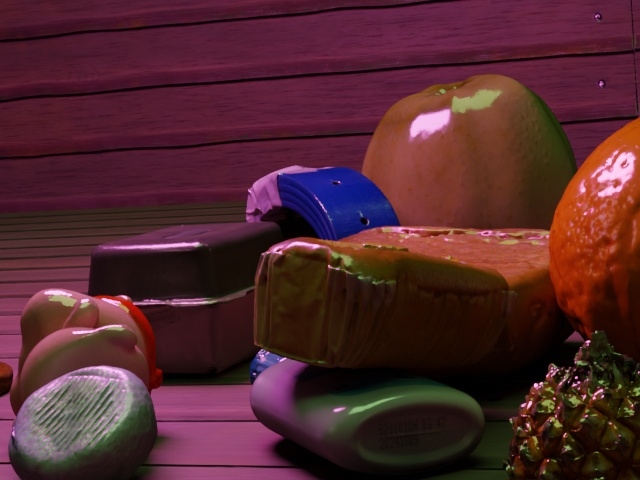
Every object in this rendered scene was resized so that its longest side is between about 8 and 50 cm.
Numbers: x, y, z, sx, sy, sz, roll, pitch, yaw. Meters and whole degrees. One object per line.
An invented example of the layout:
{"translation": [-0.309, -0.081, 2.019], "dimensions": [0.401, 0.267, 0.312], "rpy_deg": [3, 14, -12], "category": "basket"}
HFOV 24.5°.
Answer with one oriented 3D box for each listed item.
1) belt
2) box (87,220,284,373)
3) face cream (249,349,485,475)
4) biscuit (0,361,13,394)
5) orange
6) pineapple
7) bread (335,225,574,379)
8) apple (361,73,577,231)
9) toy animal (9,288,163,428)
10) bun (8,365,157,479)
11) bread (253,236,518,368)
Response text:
{"translation": [0.000, 0.000, 2.196], "dimensions": [0.117, 0.212, 0.347], "rpy_deg": [-10, 13, -23], "category": "belt"}
{"translation": [-0.166, 0.070, 1.917], "dimensions": [0.221, 0.166, 0.290], "rpy_deg": [-3, 6, 22], "category": "box"}
{"translation": [0.018, 0.157, 1.445], "dimensions": [0.163, 0.080, 0.337], "rpy_deg": [-2, 6, -23], "category": "face cream"}
{"translation": [-0.524, 0.177, 1.807], "dimensions": [0.290, 0.041, 0.208], "rpy_deg": [-6, 6, -12], "category": "biscuit"}
{"translation": [0.414, -0.002, 1.554], "dimensions": [0.341, 0.293, 0.340], "rpy_deg": [1, 15, 0], "category": "orange"}
{"translation": [0.228, 0.140, 1.214], "dimensions": [0.162, 0.136, 0.176], "rpy_deg": [-4, 7, 3], "category": "pineapple"}
{"translation": [0.134, 0.083, 1.734], "dimensions": [0.337, 0.148, 0.328], "rpy_deg": [0, 13, 22], "category": "bread"}
{"translation": [0.232, -0.085, 2.304], "dimensions": [0.357, 0.357, 0.357], "rpy_deg": [-5, 7, 1], "category": "apple"}
{"translation": [-0.241, 0.134, 1.516], "dimensions": [0.171, 0.171, 0.197], "rpy_deg": [-5, 10, -5], "category": "toy animal"}
{"translation": [-0.217, 0.183, 1.361], "dimensions": [0.141, 0.083, 0.140], "rpy_deg": [-10, 39, 9], "category": "bun"}
{"translation": [0.063, 0.063, 1.432], "dimensions": [0.153, 0.119, 0.288], "rpy_deg": [14, 5, 38], "category": "bread"}
